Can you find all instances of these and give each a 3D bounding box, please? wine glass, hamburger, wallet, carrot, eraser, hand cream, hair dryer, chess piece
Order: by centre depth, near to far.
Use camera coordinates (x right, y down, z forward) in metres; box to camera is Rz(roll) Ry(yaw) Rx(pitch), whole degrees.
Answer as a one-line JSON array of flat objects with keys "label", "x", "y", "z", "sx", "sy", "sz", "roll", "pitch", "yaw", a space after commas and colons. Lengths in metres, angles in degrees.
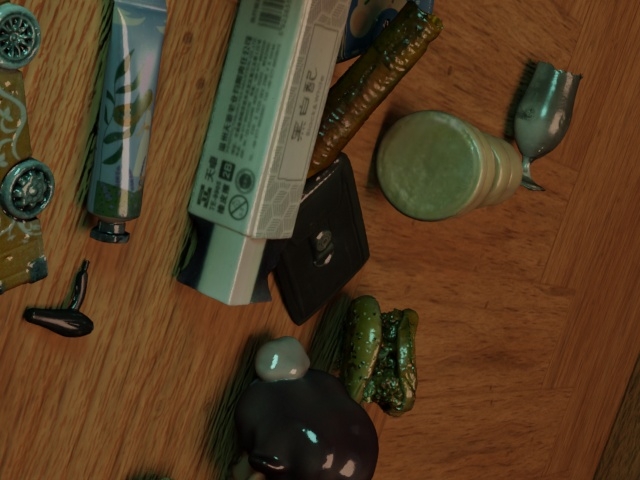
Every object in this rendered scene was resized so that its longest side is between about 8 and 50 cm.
[{"label": "hand cream", "x": -0.200, "y": -0.125, "z": 1.049, "sx": 0.088, "sy": 0.055, "sz": 0.255, "roll": -7, "pitch": 107, "yaw": -59}, {"label": "hair dryer", "x": -0.265, "y": 0.058, "z": 1.083, "sx": 0.079, "sy": 0.031, "sz": 0.083, "roll": 24, "pitch": 74, "yaw": -49}, {"label": "eraser", "x": -0.063, "y": -0.130, "z": 1.196, "sx": 0.096, "sy": 0.098, "sz": 0.403, "roll": -2, "pitch": 110, "yaw": -56}, {"label": "carrot", "x": 0.049, "y": -0.185, "z": 1.287, "sx": 0.260, "sy": 0.070, "sz": 0.070, "roll": -47, "pitch": 151, "yaw": 14}, {"label": "wallet", "x": 0.069, "y": -0.310, "z": 1.324, "sx": 0.202, "sy": 0.059, "sz": 0.141, "roll": -27, "pitch": 129, "yaw": -45}, {"label": "wallet", "x": 0.000, "y": 0.000, "z": 1.421, "sx": 0.168, "sy": 0.052, "sz": 0.245, "roll": -47, "pitch": 145, "yaw": -25}, {"label": "hamburger", "x": 0.078, "y": 0.179, "z": 1.538, "sx": 0.114, "sy": 0.177, "sz": 0.185, "roll": 11, "pitch": 114, "yaw": -16}, {"label": "chess piece", "x": 0.221, "y": -0.112, "z": 1.585, "sx": 0.300, "sy": 0.167, "sz": 0.167, "roll": -6, "pitch": 113, "yaw": -60}, {"label": "wine glass", "x": 0.384, "y": -0.200, "z": 1.825, "sx": 0.103, "sy": 0.103, "sz": 0.222, "roll": 8, "pitch": 101, "yaw": -57}]

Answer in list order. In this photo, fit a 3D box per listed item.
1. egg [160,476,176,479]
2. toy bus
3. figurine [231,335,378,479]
[{"label": "egg", "x": -0.194, "y": 0.357, "z": 1.285, "sx": 0.116, "sy": 0.118, "sz": 0.140, "roll": -33, "pitch": 172, "yaw": 27}, {"label": "toy bus", "x": -0.315, "y": -0.082, "z": 0.812, "sx": 0.167, "sy": 0.139, "sz": 0.275, "roll": -29, "pitch": 130, "yaw": -44}, {"label": "figurine", "x": -0.070, "y": 0.334, "z": 1.438, "sx": 0.218, "sy": 0.206, "sz": 0.365, "roll": 24, "pitch": 113, "yaw": -37}]
